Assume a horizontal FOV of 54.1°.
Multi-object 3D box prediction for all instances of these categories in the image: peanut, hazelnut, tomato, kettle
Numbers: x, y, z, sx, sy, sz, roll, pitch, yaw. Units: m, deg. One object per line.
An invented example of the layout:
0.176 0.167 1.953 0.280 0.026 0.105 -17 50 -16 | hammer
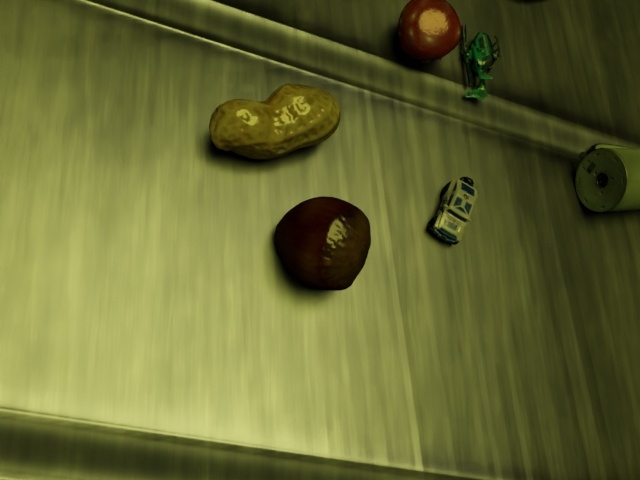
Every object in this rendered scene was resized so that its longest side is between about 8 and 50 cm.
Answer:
-0.094 -0.257 1.357 0.305 0.147 0.147 -22 82 -22 | peanut
0.000 0.000 1.291 0.208 0.208 0.208 6 71 -18 | hazelnut
0.270 -0.534 1.568 0.167 0.167 0.167 6 71 -18 | tomato
0.819 -0.182 1.666 0.255 0.165 0.240 -5 46 -22 | kettle

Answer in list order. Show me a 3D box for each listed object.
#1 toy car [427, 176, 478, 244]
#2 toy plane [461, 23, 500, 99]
0.322 -0.077 1.486 0.080 0.070 0.170 30 66 -8 | toy car
0.423 -0.473 1.661 0.096 0.060 0.235 4 68 -11 | toy plane
